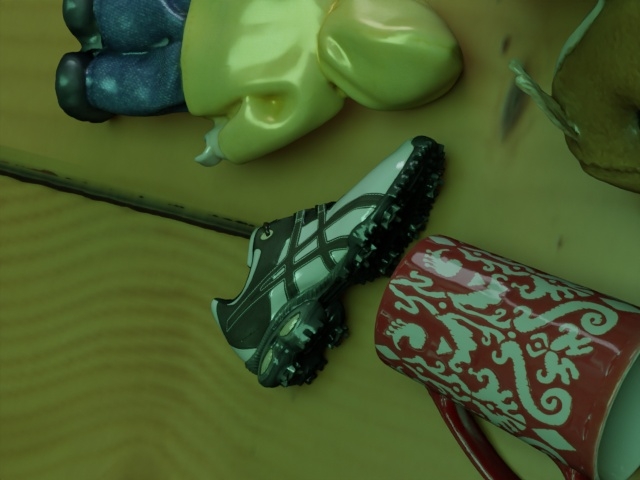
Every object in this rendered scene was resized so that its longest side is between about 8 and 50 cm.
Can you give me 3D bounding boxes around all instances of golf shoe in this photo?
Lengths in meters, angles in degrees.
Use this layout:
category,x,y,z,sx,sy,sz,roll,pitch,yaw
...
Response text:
category,x,y,z,sx,sy,sz,roll,pitch,yaw
golf shoe,0.000,0.000,1.306,0.094,0.077,0.198,40,97,24

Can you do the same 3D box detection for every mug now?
category,x,y,z,sx,sy,sz,roll,pitch,yaw
mug,0.119,0.084,1.225,0.169,0.113,0.150,25,90,28

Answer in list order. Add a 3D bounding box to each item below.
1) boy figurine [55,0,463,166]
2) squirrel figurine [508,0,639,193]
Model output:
category,x,y,z,sx,sy,sz,roll,pitch,yaw
boy figurine,-0.038,-0.138,1.337,0.285,0.092,0.177,0,81,22
squirrel figurine,0.242,-0.224,1.139,0.397,0.281,0.370,-23,80,21
